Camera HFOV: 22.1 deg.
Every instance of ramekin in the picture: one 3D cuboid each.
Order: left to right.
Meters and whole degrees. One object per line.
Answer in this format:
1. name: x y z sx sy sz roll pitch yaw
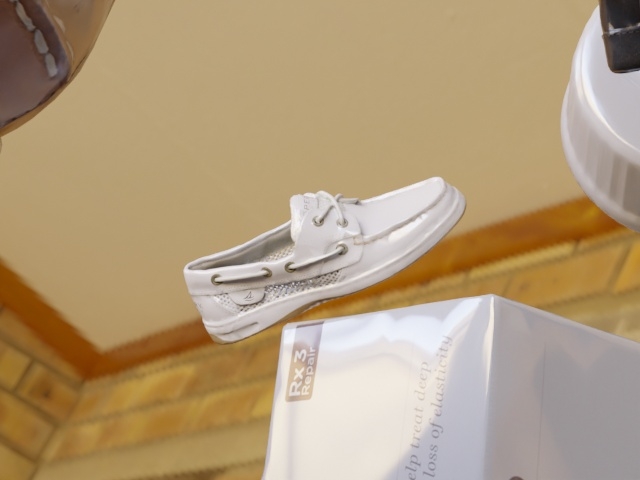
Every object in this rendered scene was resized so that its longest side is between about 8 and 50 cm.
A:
1. ramekin: 0.379 -0.147 1.646 0.277 0.277 0.135 20 -18 17

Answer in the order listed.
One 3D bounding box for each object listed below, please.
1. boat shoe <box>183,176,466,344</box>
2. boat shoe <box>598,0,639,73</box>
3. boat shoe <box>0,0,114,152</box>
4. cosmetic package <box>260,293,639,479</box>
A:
1. boat shoe: 0.000 0.000 1.541 0.096 0.277 0.098 61 6 -20
2. boat shoe: 0.471 -0.192 1.392 0.500 0.156 0.187 3 1 -1
3. boat shoe: -0.112 -0.109 0.452 0.123 0.116 0.324 52 -2 -35
4. cosmetic package: 0.153 0.176 0.819 0.385 0.217 0.156 17 -19 -39
